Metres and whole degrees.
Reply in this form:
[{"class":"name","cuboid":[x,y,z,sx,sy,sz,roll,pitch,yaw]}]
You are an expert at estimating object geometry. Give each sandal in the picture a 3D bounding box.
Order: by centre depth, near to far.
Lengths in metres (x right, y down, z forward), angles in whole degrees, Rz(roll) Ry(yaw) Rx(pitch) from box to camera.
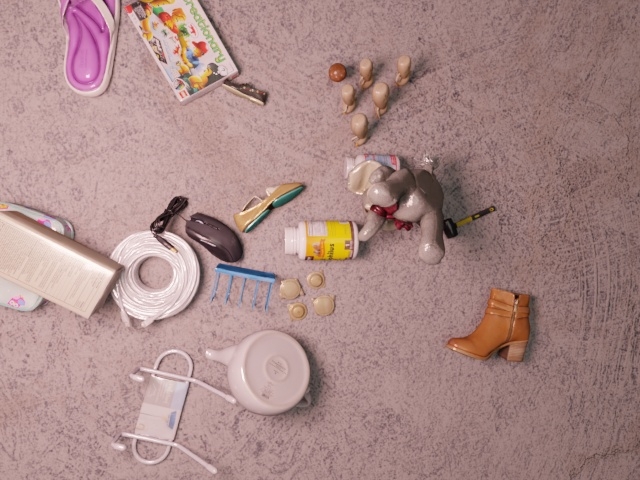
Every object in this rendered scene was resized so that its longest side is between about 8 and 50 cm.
[{"class":"sandal","cuboid":[-0.648,-0.616,1.350,0.169,0.102,0.416,-5,91,-8]}]

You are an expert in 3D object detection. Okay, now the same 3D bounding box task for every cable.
[{"class":"cable","cuboid":[-0.474,0.098,1.393,0.257,0.089,0.257,-23,93,-7]}]

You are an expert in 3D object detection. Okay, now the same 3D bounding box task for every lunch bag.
[{"class":"lunch bag","cuboid":[-0.821,0.049,1.336,0.224,0.108,0.279,19,90,-12]}]

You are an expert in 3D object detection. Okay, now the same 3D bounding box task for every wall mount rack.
[{"class":"wall mount rack","cuboid":[-0.411,0.504,1.387,0.304,0.130,0.350,15,90,-8]}]

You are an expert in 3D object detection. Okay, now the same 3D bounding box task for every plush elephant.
[{"class":"plush elephant","cuboid":[0.199,-0.096,1.372,0.272,0.255,0.330,42,49,-19]}]

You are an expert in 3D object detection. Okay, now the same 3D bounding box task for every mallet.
[{"class":"mallet","cuboid":[0.475,-0.058,1.544,0.189,0.039,0.062,-16,92,-11]}]

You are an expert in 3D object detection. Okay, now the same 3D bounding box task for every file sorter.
[{"class":"file sorter","cuboid":[-0.225,0.137,1.413,0.170,0.118,0.104,11,93,-8]}]

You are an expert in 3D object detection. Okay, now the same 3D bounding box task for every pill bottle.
[{"class":"pill bottle","cuboid":[0.000,0.000,1.438,0.215,0.117,0.117,-1,91,-7]},{"class":"pill bottle","cuboid":[0.154,-0.217,1.470,0.160,0.087,0.087,1,91,-8]}]

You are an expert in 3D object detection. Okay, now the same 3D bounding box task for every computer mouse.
[{"class":"computer mouse","cuboid":[-0.342,-0.014,1.370,0.262,0.060,0.184,40,42,-6]}]

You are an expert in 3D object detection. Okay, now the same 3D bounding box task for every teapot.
[{"class":"teapot","cuboid":[-0.162,0.388,1.397,0.252,0.187,0.256,-10,72,-38]}]

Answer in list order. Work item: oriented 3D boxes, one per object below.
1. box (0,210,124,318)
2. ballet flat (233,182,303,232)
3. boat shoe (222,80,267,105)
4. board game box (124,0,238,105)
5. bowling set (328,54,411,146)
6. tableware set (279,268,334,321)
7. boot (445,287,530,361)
[{"class":"box","cuboid":[-0.688,0.060,1.245,0.311,0.121,0.148,31,88,-12]},{"class":"ballet flat","cuboid":[-0.159,-0.116,1.439,0.232,0.080,0.073,-38,80,-7]},{"class":"boat shoe","cuboid":[-0.224,-0.442,1.436,0.133,0.049,0.042,20,91,-14]},{"class":"board game box","cuboid":[-0.398,-0.573,1.408,0.193,0.053,0.305,-31,95,-6]},{"class":"bowling set","cuboid":[0.127,-0.455,1.454,0.200,0.154,0.287,40,87,12]},{"class":"tableware set","cuboid":[-0.041,0.172,1.485,0.168,0.020,0.141,-13,95,-8]},{"class":"boot","cuboid":[0.530,0.258,1.515,0.283,0.109,0.220,7,91,-10]}]
